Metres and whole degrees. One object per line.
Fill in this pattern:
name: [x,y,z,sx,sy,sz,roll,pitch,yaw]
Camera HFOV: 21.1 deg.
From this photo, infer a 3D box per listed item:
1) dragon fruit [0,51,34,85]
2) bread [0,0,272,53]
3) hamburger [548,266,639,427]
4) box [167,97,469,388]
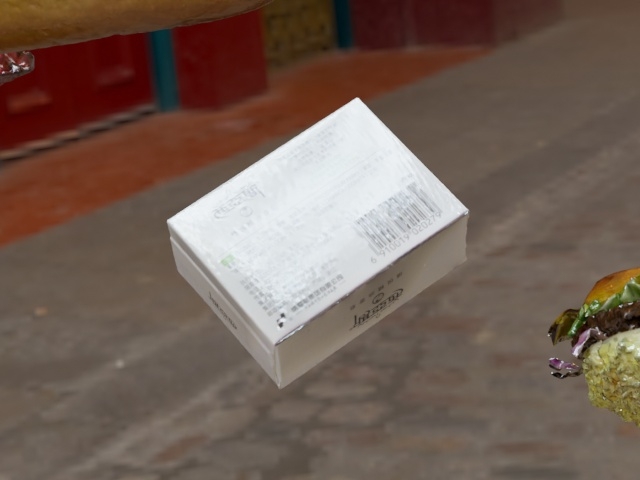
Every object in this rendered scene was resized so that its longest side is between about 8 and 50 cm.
dragon fruit: [-0.477,-0.242,1.716,0.228,0.286,0.329,-11,13,19]
bread: [-0.196,-0.242,1.403,0.389,0.183,0.236,-10,0,28]
hamburger: [0.345,0.111,1.622,0.243,0.138,0.262,13,-20,-19]
box: [0.000,0.000,1.813,0.260,0.111,0.194,-34,62,-15]
